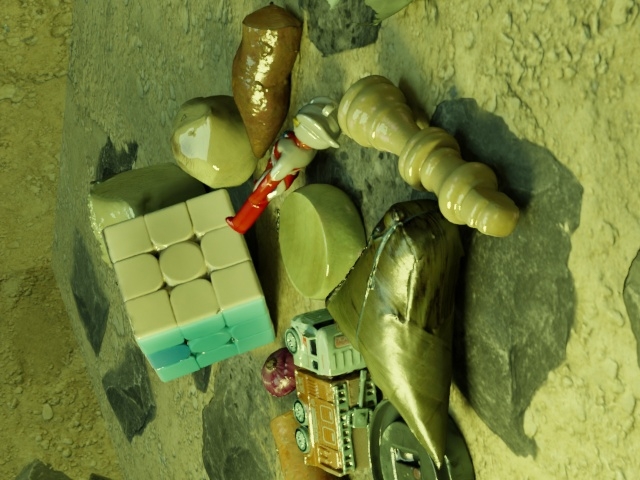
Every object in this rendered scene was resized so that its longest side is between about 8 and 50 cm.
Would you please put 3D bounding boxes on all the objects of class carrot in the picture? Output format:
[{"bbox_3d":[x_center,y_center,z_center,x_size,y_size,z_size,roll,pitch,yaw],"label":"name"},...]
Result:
[{"bbox_3d":[-0.016,0.502,2.115,0.138,0.139,0.301,122,137,-53],"label":"carrot"}]

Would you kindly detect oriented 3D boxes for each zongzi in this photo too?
[{"bbox_3d":[0.165,0.144,1.596,0.360,0.160,0.323,66,151,28],"label":"zongzi"}]

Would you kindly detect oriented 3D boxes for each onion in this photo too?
[{"bbox_3d":[-0.075,0.290,2.207,0.104,0.115,0.115,42,169,-28],"label":"onion"}]

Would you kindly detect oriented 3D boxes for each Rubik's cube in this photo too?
[{"bbox_3d":[-0.290,0.104,2.253,0.290,0.292,0.291,86,163,-64],"label":"Rubik's cube"}]

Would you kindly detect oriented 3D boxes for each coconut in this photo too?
[{"bbox_3d":[-0.233,-0.222,2.214,0.224,0.224,0.224,31,126,57],"label":"coconut"}]

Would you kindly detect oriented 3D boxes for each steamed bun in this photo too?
[{"bbox_3d":[-0.432,-0.038,2.615,0.273,0.290,0.272,22,132,52],"label":"steamed bun"}]

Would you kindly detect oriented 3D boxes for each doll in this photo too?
[{"bbox_3d":[-0.065,-0.153,1.965,0.099,0.188,0.384,39,139,-8],"label":"doll"}]

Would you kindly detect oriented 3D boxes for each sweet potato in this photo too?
[{"bbox_3d":[-0.123,-0.315,2.061,0.131,0.131,0.336,55,142,41],"label":"sweet potato"}]

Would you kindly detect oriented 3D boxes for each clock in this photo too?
[{"bbox_3d":[0.177,0.409,1.782,0.280,0.055,0.280,30,125,56],"label":"clock"}]

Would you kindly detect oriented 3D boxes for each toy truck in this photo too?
[{"bbox_3d":[0.034,0.291,1.937,0.162,0.136,0.305,11,110,60],"label":"toy truck"}]

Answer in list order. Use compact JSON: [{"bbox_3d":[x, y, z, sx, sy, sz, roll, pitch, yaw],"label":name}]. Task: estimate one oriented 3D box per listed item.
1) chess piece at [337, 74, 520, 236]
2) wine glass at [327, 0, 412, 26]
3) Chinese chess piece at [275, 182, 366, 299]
[{"bbox_3d":[0.169,-0.122,1.561,0.397,0.117,0.117,49,140,44],"label":"chess piece"},{"bbox_3d":[0.121,-0.434,1.523,0.321,0.143,0.143,-31,71,64],"label":"wine glass"},{"bbox_3d":[0.000,0.000,1.953,0.238,0.092,0.237,33,129,55],"label":"Chinese chess piece"}]
